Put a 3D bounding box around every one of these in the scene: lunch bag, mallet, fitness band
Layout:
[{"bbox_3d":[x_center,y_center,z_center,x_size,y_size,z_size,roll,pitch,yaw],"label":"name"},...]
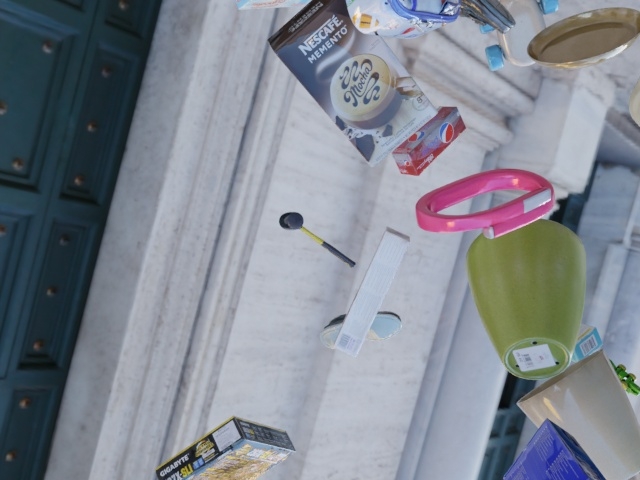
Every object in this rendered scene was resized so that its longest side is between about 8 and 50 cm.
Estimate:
[{"bbox_3d":[0.114,-0.467,1.112,0.114,0.304,0.243,-12,-178,38],"label":"lunch bag"},{"bbox_3d":[0.000,0.000,1.464,0.189,0.039,0.062,34,169,-11],"label":"mallet"},{"bbox_3d":[0.327,-0.075,1.397,0.290,0.054,0.209,-21,-156,-23],"label":"fitness band"}]

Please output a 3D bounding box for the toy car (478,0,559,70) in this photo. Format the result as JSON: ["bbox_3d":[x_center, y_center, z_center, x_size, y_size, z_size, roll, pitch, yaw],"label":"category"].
[{"bbox_3d":[0.577,-0.628,2.069,0.219,0.210,0.238,-15,-161,14],"label":"toy car"}]

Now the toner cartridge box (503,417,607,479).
[{"bbox_3d":[0.445,0.469,1.336,0.075,0.165,0.348,35,-174,4],"label":"toner cartridge box"}]

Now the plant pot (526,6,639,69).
[{"bbox_3d":[0.555,-0.418,1.477,0.236,0.236,0.032,18,142,48],"label":"plant pot"}]

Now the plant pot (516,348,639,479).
[{"bbox_3d":[0.674,0.455,1.750,0.274,0.256,0.256,58,-163,15],"label":"plant pot"}]

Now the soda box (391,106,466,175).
[{"bbox_3d":[0.351,-0.323,2.281,0.083,0.263,0.092,16,143,52],"label":"soda box"}]

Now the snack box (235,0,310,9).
[{"bbox_3d":[-0.133,-0.629,1.412,0.187,0.322,0.060,-21,-177,-43],"label":"snack box"}]

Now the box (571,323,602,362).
[{"bbox_3d":[0.688,0.280,2.055,0.100,0.060,0.244,-32,-164,-18],"label":"box"}]

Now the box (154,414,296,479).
[{"bbox_3d":[-0.242,0.583,1.868,0.079,0.257,0.322,56,-173,30],"label":"box"}]

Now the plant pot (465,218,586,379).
[{"bbox_3d":[0.460,0.149,1.551,0.274,0.275,0.294,15,-137,-4],"label":"plant pot"}]

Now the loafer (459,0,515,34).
[{"bbox_3d":[0.332,-0.565,1.642,0.267,0.084,0.096,42,-146,-1],"label":"loafer"}]

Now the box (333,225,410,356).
[{"bbox_3d":[0.123,0.126,1.715,0.067,0.324,0.063,23,-166,1],"label":"box"}]

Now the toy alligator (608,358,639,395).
[{"bbox_3d":[0.933,0.439,2.145,0.056,0.051,0.190,-29,-120,-25],"label":"toy alligator"}]

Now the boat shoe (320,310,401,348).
[{"bbox_3d":[0.135,0.272,2.309,0.302,0.114,0.091,-13,-154,30],"label":"boat shoe"}]

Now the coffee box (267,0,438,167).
[{"bbox_3d":[0.061,-0.308,1.327,0.297,0.168,0.119,45,-169,-27],"label":"coffee box"}]

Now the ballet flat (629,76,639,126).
[{"bbox_3d":[0.477,-0.260,0.916,0.086,0.249,0.086,10,-158,-4],"label":"ballet flat"}]
